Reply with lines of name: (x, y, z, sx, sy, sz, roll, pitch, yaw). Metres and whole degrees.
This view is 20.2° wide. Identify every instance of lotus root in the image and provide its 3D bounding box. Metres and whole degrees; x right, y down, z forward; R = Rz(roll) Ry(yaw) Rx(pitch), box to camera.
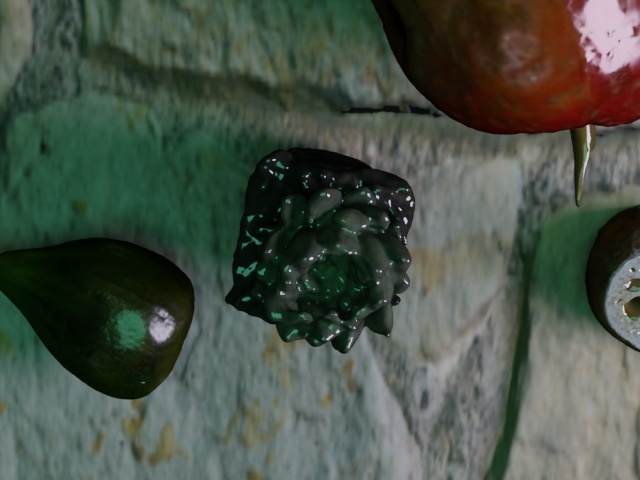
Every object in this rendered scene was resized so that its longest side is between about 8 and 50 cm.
lotus root: (0.269, 0.038, 1.400, 0.122, 0.081, 0.112, 2, 110, 0)

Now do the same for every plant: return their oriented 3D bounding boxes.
plant: (0.000, 0.000, 1.330, 0.129, 0.194, 0.132, 8, 103, -6)

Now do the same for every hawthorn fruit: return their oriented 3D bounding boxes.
hawthorn fruit: (0.151, -0.198, 1.267, 0.261, 0.258, 0.258, 36, 101, -26)

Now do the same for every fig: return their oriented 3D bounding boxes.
fig: (-0.183, 0.044, 1.394, 0.177, 0.117, 0.117, 26, 102, 12)
